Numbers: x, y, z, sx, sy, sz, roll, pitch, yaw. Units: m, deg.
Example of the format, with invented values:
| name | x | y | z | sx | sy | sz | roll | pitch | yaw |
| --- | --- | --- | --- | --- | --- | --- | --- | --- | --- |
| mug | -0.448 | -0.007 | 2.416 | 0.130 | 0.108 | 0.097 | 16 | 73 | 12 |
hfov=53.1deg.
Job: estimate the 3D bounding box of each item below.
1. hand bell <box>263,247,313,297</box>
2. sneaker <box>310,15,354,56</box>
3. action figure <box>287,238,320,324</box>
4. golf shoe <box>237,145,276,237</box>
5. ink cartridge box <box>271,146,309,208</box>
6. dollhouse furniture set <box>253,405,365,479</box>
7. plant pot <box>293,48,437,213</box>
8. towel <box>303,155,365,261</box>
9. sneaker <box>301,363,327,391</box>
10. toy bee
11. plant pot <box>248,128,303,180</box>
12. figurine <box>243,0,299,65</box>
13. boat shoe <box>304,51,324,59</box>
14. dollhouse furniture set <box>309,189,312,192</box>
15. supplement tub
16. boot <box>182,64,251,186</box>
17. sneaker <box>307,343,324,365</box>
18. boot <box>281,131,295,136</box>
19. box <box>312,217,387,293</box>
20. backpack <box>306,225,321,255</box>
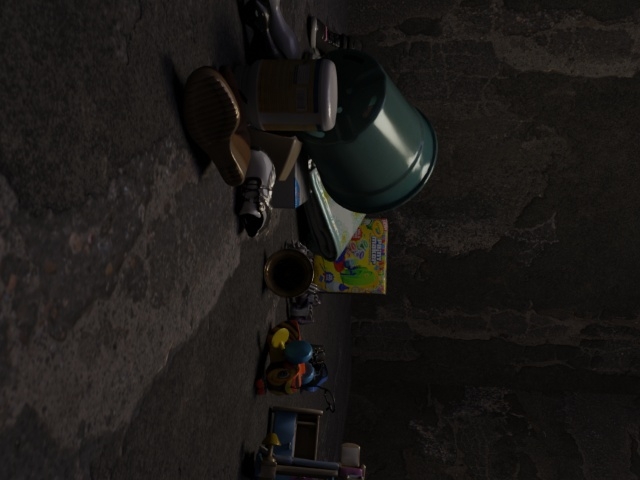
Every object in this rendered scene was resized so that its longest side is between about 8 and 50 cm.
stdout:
| name | x | y | z | sx | sy | sz | roll | pitch | yaw |
| --- | --- | --- | --- | --- | --- | --- | --- | --- | --- |
| hand bell | -0.092 | 0.100 | 1.719 | 0.242 | 0.126 | 0.126 | 123 | -30 | -79 |
| sneaker | 0.044 | -0.719 | 2.283 | 0.296 | 0.146 | 0.105 | 28 | 66 | -80 |
| action figure | -0.050 | 0.116 | 1.901 | 0.185 | 0.099 | 0.285 | -90 | 179 | -48 |
| golf shoe | -0.135 | -0.099 | 1.342 | 0.094 | 0.077 | 0.198 | -75 | 163 | -60 |
| ink cartridge box | -0.085 | -0.167 | 1.650 | 0.203 | 0.085 | 0.148 | -51 | 141 | -78 |
| dollhouse furniture set | -0.012 | 0.501 | 1.580 | 0.303 | 0.286 | 0.198 | 102 | -7 | -66 |
| plant pot | 0.091 | -0.285 | 1.611 | 0.334 | 0.341 | 0.341 | 40 | 50 | -61 |
| towel | 0.054 | -0.165 | 2.153 | 0.320 | 0.090 | 0.375 | -52 | 135 | -45 |
| sneaker | -0.015 | 0.463 | 2.308 | 0.232 | 0.081 | 0.091 | -41 | 139 | -78 |
| toy bee | -0.092 | 0.311 | 1.588 | 0.298 | 0.162 | 0.195 | -148 | -132 | -70 |
| plant pot | -0.110 | -0.189 | 1.439 | 0.109 | 0.109 | 0.096 | -31 | 136 | -81 |
| figurine | -0.112 | -0.474 | 1.426 | 0.215 | 0.092 | 0.210 | -81 | 165 | -49 |
| boat shoe | 0.008 | -0.587 | 2.197 | 0.302 | 0.103 | 0.113 | -62 | 152 | -73 |
| dollhouse furniture set | -0.061 | -0.181 | 1.841 | 0.114 | 0.081 | 0.091 | -79 | 168 | -50 |
| supplement tub | -0.070 | -0.298 | 1.315 | 0.144 | 0.199 | 0.144 | 2 | 90 | -83 |
| boot | -0.175 | -0.238 | 1.096 | 0.248 | 0.090 | 0.207 | 80 | 2 | -51 |
| sneaker | -0.051 | 0.343 | 1.881 | 0.222 | 0.118 | 0.083 | -47 | 138 | -78 |
| boot | -0.104 | -0.346 | 1.621 | 0.190 | 0.069 | 0.086 | 69 | 2 | -62 |
| box | 0.122 | 0.065 | 2.513 | 0.177 | 0.279 | 0.290 | 44 | 47 | -80 |
| backpack | 0.000 | 0.000 | 2.274 | 0.084 | 0.105 | 0.114 | -44 | 140 | -47 |
